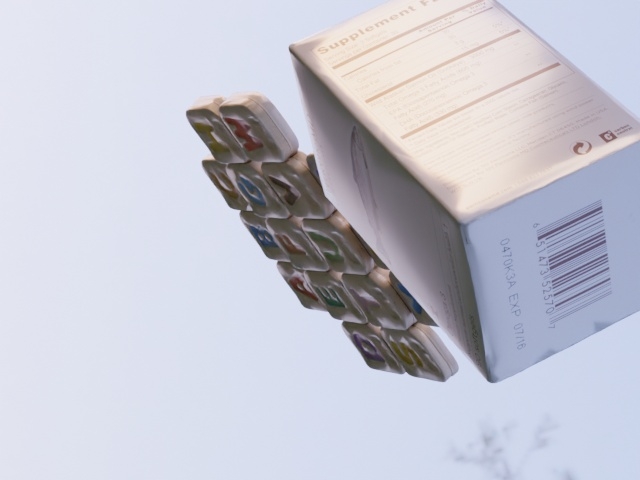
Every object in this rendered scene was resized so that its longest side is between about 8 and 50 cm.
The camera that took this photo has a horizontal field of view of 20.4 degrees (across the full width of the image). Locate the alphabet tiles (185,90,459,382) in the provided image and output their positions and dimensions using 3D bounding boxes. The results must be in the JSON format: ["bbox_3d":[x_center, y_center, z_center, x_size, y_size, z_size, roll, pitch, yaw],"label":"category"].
[{"bbox_3d":[0.000,0.000,1.421,0.284,0.021,0.278,54,-19,-18],"label":"alphabet tiles"}]

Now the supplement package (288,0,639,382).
[{"bbox_3d":[0.075,-0.036,0.869,0.179,0.105,0.105,50,-19,48],"label":"supplement package"}]
